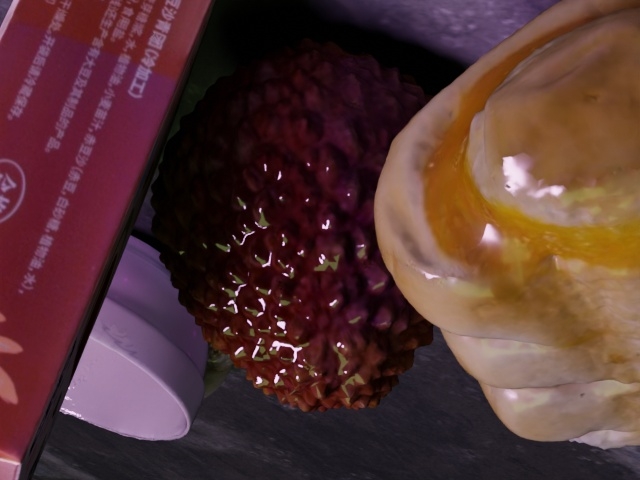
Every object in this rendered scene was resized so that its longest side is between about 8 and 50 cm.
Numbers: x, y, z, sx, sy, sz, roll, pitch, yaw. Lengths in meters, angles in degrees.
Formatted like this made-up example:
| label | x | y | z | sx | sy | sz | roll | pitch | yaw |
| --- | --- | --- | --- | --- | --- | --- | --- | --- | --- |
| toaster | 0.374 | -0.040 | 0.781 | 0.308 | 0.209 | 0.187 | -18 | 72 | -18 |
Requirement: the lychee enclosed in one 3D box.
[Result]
| label | x | y | z | sx | sy | sz | roll | pitch | yaw |
| --- | --- | --- | --- | --- | --- | --- | --- | --- | --- |
| lychee | 0.000 | 0.000 | 1.065 | 0.271 | 0.271 | 0.271 | 16 | 157 | 7 |

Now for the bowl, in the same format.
| label | x | y | z | sx | sy | sz | roll | pitch | yaw |
| --- | --- | --- | --- | --- | --- | --- | --- | --- | --- |
| bowl | -0.238 | 0.082 | 1.573 | 0.287 | 0.143 | 0.287 | 19 | 153 | 10 |

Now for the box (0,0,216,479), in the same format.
| label | x | y | z | sx | sy | sz | roll | pitch | yaw |
| --- | --- | --- | --- | --- | --- | --- | --- | --- | --- |
| box | -0.202 | -0.004 | 1.054 | 0.122 | 0.385 | 0.344 | 21 | 157 | -6 |

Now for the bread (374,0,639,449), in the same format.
| label | x | y | z | sx | sy | sz | roll | pitch | yaw |
| --- | --- | --- | --- | --- | --- | --- | --- | --- | --- |
| bread | 0.199 | -0.026 | 0.916 | 0.300 | 0.210 | 0.341 | -19 | 142 | 25 |

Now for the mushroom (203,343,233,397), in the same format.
| label | x | y | z | sx | sy | sz | roll | pitch | yaw |
| --- | --- | --- | --- | --- | --- | --- | --- | --- | --- |
| mushroom | -0.148 | 0.134 | 1.707 | 0.116 | 0.093 | 0.225 | 50 | 153 | -16 |
